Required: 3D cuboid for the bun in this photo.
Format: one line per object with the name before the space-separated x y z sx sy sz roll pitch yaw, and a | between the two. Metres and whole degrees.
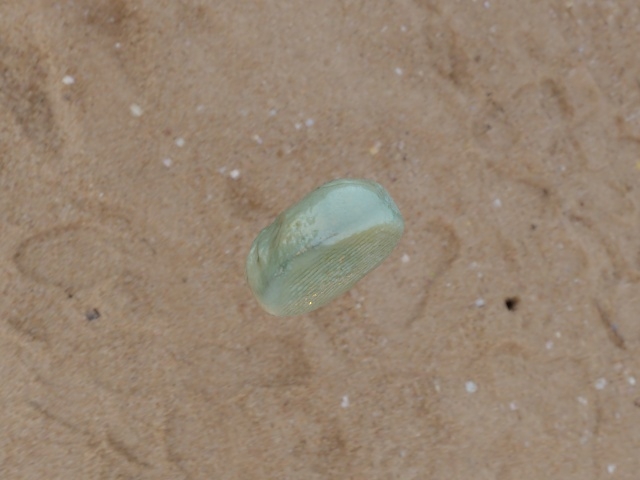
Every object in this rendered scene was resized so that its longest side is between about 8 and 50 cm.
bun | 0.002 -0.002 1.305 0.221 0.221 0.108 -16 66 -36
